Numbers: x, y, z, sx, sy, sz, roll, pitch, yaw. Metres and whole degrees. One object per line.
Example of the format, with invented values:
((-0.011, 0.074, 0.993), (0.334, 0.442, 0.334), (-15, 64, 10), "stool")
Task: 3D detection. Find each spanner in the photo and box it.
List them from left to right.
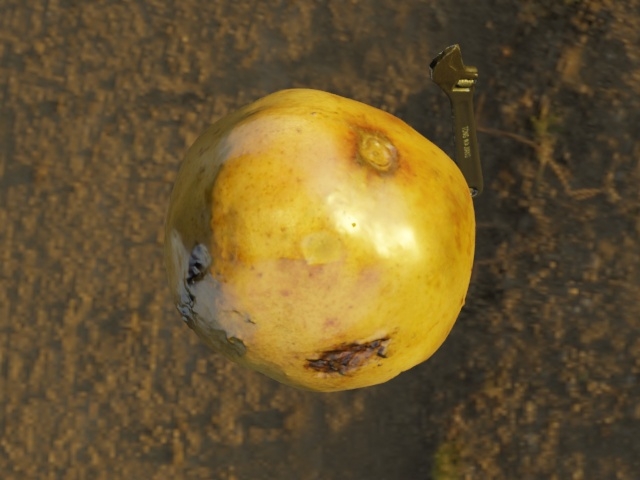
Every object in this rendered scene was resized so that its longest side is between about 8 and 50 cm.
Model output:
((0.133, -0.108, 1.283), (0.046, 0.208, 0.012), (-18, 50, -3), "spanner")

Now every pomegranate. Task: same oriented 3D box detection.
((0.000, 0.000, 1.100), (0.260, 0.260, 0.260), (-7, 79, 43), "pomegranate")
